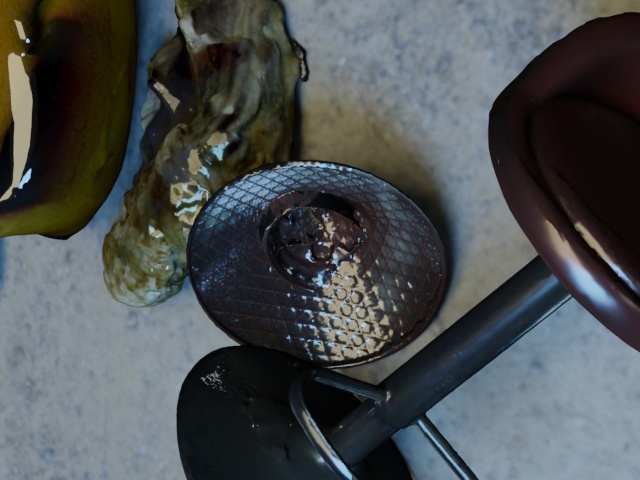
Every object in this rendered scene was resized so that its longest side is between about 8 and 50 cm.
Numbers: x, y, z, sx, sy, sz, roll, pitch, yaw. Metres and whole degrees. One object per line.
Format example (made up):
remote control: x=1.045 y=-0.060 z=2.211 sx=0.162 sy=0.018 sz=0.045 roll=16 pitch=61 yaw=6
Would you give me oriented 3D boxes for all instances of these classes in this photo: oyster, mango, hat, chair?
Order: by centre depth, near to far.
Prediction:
chair: x=0.110 y=0.052 z=1.020 sx=0.401 sy=0.226 sz=0.226 roll=-43 pitch=73 yaw=30
hat: x=0.000 y=0.000 z=1.183 sx=0.193 sy=0.082 sz=0.193 roll=3 pitch=126 yaw=4
oyster: x=-0.103 y=-0.088 z=1.232 sx=0.166 sy=0.094 sz=0.294 roll=6 pitch=94 yaw=41
mango: x=-0.229 y=-0.140 z=1.257 sx=0.201 sy=0.152 sz=0.287 roll=10 pitch=100 yaw=46
